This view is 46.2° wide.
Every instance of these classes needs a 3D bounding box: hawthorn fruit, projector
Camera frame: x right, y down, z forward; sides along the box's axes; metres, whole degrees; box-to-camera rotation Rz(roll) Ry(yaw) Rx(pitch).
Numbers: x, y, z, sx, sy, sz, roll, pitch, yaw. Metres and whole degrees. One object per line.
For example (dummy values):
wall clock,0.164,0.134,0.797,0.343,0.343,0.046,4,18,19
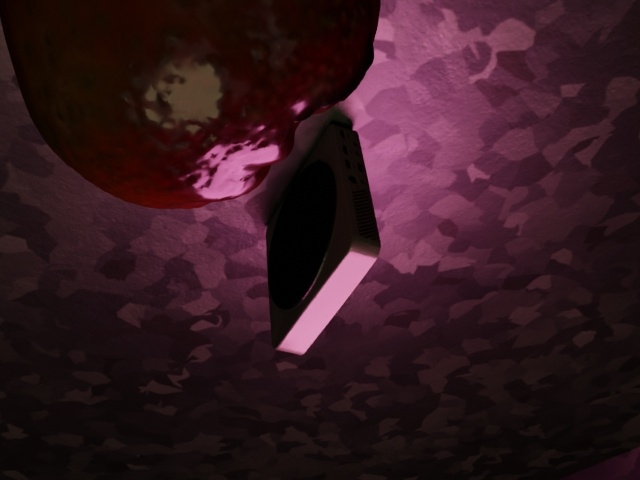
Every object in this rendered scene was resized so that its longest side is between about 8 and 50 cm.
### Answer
hawthorn fruit,-0.149,-0.243,0.763,0.402,0.403,0.403,-4,138,-4
projector,0.000,0.000,1.122,0.079,0.257,0.259,14,134,-22
